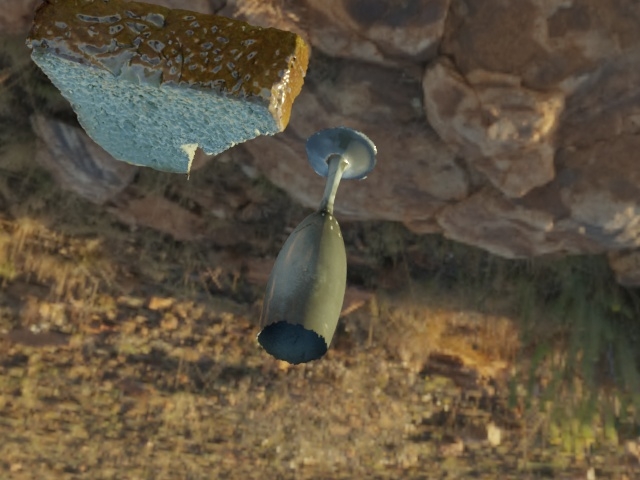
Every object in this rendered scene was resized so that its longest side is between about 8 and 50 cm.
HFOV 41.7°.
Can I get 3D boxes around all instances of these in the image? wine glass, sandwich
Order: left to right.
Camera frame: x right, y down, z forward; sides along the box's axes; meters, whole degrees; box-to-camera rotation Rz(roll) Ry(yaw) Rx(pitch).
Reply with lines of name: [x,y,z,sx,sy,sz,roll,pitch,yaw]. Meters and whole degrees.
sandwich: [-0.139,-0.153,0.900,0.288,0.100,0.254,13,160,15]
wine glass: [0.000,0.000,0.643,0.066,0.198,0.066,8,139,7]
